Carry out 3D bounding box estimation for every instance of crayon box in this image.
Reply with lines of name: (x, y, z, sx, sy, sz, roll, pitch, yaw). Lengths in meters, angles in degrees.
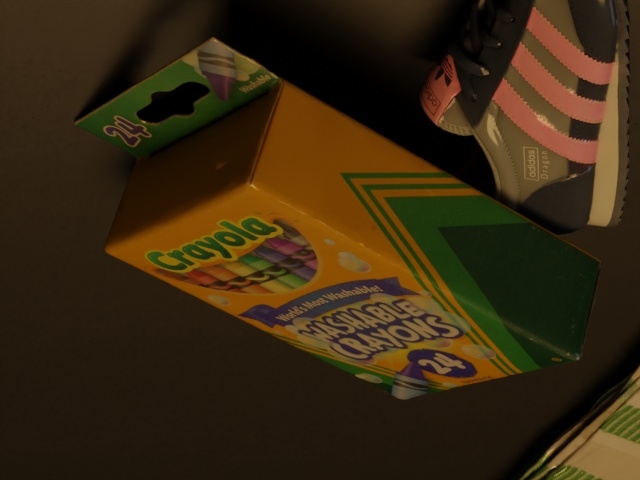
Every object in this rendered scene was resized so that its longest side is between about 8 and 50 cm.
crayon box: (0.000, 0.000, 1.182, 0.323, 0.083, 0.203, 29, 154, -24)

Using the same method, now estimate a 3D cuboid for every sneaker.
sneaker: (0.126, -0.122, 1.114, 0.131, 0.112, 0.319, -7, 131, 2)

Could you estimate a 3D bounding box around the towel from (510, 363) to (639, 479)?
towel: (0.309, 0.183, 1.448, 0.248, 0.038, 0.325, 23, 125, -23)
